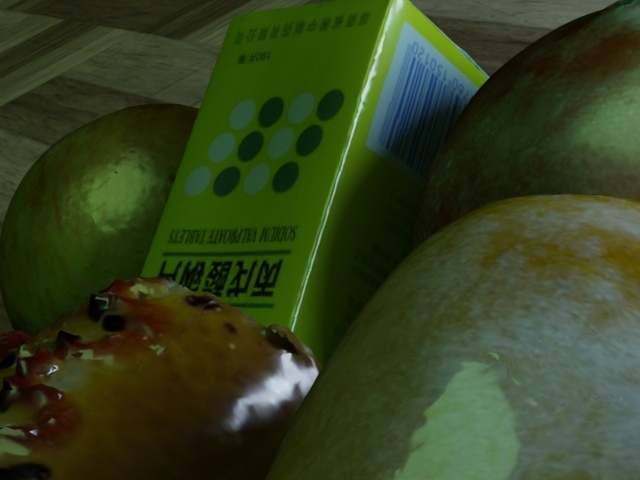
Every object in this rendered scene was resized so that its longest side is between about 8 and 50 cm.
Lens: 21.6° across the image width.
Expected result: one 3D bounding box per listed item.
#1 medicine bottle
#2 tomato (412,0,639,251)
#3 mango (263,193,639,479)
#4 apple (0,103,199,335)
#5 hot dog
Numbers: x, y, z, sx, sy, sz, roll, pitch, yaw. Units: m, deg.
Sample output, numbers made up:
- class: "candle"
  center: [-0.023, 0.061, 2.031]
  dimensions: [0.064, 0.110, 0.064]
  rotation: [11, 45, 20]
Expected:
- class: "medicine bottle"
  center: [0.000, 0.000, 0.947]
  dimensions: [0.137, 0.141, 0.250]
  rotation: [0, 63, 40]
- class: "tomato"
  center: [0.175, -0.014, 0.847]
  dimensions: [0.270, 0.222, 0.270]
  rotation: [-16, 26, 8]
- class: "mango"
  center: [0.076, 0.146, 0.602]
  dimensions: [0.199, 0.221, 0.384]
  rotation: [-42, 26, 48]
- class: "apple"
  center: [-0.111, 0.018, 1.067]
  dimensions: [0.196, 0.196, 0.196]
  rotation: [-19, 23, 8]
- class: "hot dog"
  center: [-0.212, 0.177, 0.748]
  dimensions: [0.367, 0.196, 0.365]
  rotation: [-19, 17, 41]
